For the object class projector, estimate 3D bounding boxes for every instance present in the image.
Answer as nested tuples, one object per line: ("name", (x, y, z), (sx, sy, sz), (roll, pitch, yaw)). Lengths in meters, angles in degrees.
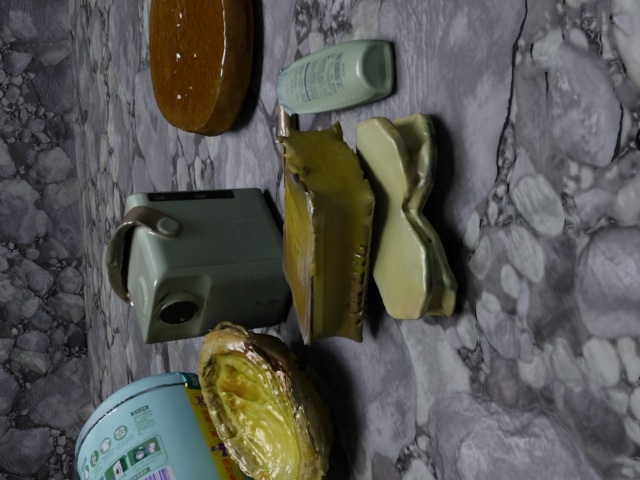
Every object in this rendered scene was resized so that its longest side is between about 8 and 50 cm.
("projector", (-0.175, 0.033, 1.111), (0.177, 0.242, 0.163), (63, 146, 39))

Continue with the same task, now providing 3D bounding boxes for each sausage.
("sausage", (-0.043, -0.143, 1.044), (0.024, 0.024, 0.132), (-176, 82, -64))

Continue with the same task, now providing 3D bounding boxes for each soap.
("soap", (0.002, 0.000, 0.856), (0.233, 0.076, 0.135), (90, 166, -46))

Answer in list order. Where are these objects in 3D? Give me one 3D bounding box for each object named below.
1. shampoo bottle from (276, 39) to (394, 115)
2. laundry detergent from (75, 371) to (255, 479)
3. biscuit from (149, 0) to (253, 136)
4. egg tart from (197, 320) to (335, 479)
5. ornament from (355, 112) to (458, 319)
("shampoo bottle", (0.011, -0.183, 0.893), (0.212, 0.049, 0.072), (10, 107, 63))
("laundry detergent", (-0.231, 0.386, 1.251), (0.305, 0.287, 0.287), (55, 142, 46))
("biscuit", (-0.194, -0.343, 1.267), (0.394, 0.070, 0.350), (35, 125, 57))
("egg tart", (-0.067, 0.224, 1.047), (0.279, 0.095, 0.279), (32, 136, 37))
("ornament", (0.072, -0.020, 0.798), (0.180, 0.059, 0.201), (172, 90, -70))
